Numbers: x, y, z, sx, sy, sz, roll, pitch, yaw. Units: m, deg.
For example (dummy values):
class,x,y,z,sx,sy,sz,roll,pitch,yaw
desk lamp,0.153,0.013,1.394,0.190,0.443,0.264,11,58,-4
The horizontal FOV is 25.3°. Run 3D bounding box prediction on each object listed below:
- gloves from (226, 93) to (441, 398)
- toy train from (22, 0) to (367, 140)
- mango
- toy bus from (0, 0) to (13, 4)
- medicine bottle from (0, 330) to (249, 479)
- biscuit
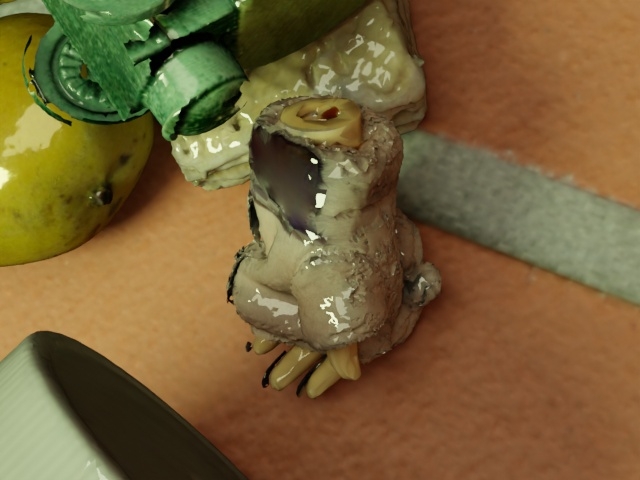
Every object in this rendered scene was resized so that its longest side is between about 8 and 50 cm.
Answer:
class,x,y,z,sx,sy,sz,roll,pitch,yaw
gloves,0.006,0.000,0.694,0.094,0.144,0.110,-30,60,-36
toy train,-0.102,-0.189,0.695,0.189,0.126,0.307,-27,73,-28
mango,-0.183,-0.053,0.785,0.195,0.098,0.137,-3,76,26
toy bus,-0.280,-0.181,0.844,0.335,0.121,0.123,-15,77,14
medicine bottle,-0.155,0.214,0.613,0.306,0.245,0.245,-47,66,0
biscuit,-0.047,-0.239,0.799,0.144,0.078,0.426,-16,71,13
